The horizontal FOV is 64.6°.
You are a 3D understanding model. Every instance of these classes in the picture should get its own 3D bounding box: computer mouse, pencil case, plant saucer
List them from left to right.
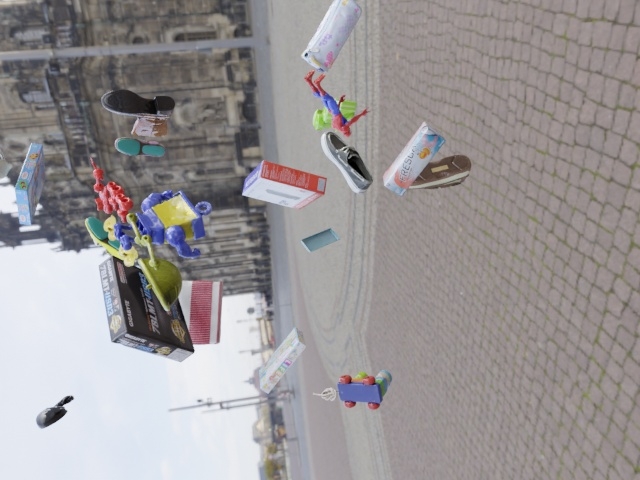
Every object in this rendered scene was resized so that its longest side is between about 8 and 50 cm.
[{"bbox_3d":[-0.761,0.480,1.458,0.041,0.071,0.242,66,165,-5],"label":"computer mouse"},{"bbox_3d":[0.000,0.000,2.087,0.067,0.192,0.018,50,131,16],"label":"plant saucer"},{"bbox_3d":[0.038,-0.757,1.851,0.273,0.124,0.113,-56,48,13],"label":"pencil case"}]

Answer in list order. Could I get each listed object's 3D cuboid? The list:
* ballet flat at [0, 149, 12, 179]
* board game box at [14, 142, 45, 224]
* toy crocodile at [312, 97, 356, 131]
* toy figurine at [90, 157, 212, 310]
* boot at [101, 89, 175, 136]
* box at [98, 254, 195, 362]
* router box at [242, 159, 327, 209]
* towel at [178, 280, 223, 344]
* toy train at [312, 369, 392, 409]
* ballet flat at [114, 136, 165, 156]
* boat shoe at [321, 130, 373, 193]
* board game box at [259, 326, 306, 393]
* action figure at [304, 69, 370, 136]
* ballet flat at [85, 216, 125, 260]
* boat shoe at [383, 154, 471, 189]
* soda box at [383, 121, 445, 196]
[{"bbox_3d":[-1.039,-0.297,1.527,0.249,0.086,0.086,58,-172,-31],"label":"ballet flat"},{"bbox_3d":[-0.928,-0.181,1.625,0.160,0.039,0.212,117,154,-45],"label":"board game box"},{"bbox_3d":[0.053,-0.504,2.012,0.340,0.115,0.105,174,97,-74],"label":"toy crocodile"},{"bbox_3d":[-0.321,-0.044,1.088,0.362,0.217,0.191,44,141,34],"label":"toy figurine"},{"bbox_3d":[-0.715,-0.486,1.974,0.280,0.263,0.096,-24,79,63],"label":"boot"},{"bbox_3d":[-0.552,0.222,1.611,0.293,0.073,0.296,43,-165,-52],"label":"box"},{"bbox_3d":[-0.172,-0.246,2.323,0.335,0.300,0.082,159,122,-67],"label":"router box"},{"bbox_3d":[-0.527,0.268,1.886,0.037,0.328,0.237,67,-157,-78],"label":"towel"},{"bbox_3d":[0.112,0.489,1.715,0.143,0.247,0.105,-19,-80,-58],"label":"toy train"},{"bbox_3d":[-0.783,-0.407,2.183,0.079,0.221,0.077,39,119,42],"label":"ballet flat"},{"bbox_3d":[0.084,-0.245,1.496,0.219,0.077,0.070,55,146,10],"label":"boat shoe"},{"bbox_3d":[-0.099,0.304,1.298,0.154,0.026,0.103,-51,13,4],"label":"board game box"},{"bbox_3d":[0.067,-0.477,1.729,0.091,0.139,0.280,38,169,42],"label":"action figure"},{"bbox_3d":[-0.832,0.008,1.971,0.077,0.231,0.077,-51,-2,31],"label":"ballet flat"},{"bbox_3d":[0.316,-0.181,1.505,0.095,0.257,0.095,80,-176,-59],"label":"boat shoe"},{"bbox_3d":[0.234,-0.205,1.284,0.183,0.058,0.063,-54,17,26],"label":"soda box"}]
